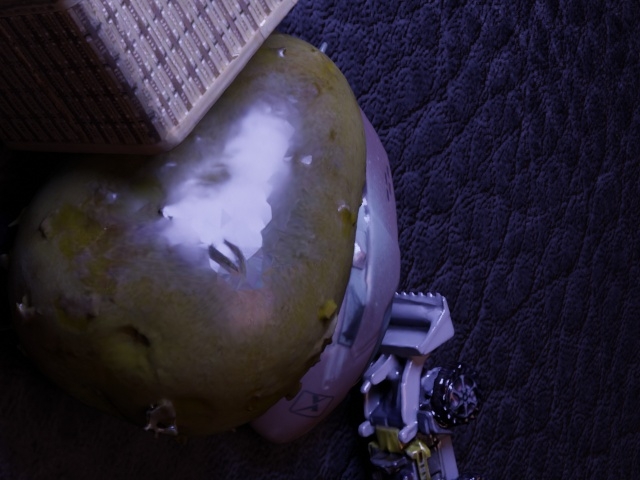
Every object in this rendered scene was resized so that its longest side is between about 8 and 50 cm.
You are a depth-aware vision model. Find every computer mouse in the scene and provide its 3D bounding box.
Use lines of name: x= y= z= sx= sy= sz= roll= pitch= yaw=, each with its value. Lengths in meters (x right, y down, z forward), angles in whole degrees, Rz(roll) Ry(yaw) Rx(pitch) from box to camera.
computer mouse: x=0.005 y=0.002 z=1.450 sx=0.199 sy=0.115 sz=0.389 roll=17 pitch=79 yaw=-48

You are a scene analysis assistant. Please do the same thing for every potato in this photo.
potato: x=-0.083 y=-0.009 z=1.259 sx=0.269 sy=0.219 sz=0.359 roll=38 pitch=66 yaw=-3

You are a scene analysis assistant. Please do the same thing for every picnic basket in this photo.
picnic basket: x=-0.148 y=-0.236 z=1.204 sx=0.313 sy=0.228 sz=0.175 roll=-54 pitch=129 yaw=-30

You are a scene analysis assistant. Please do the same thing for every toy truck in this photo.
toy truck: x=0.090 y=0.196 z=1.528 sx=0.111 sy=0.136 sz=0.286 roll=-20 pitch=104 yaw=-40
